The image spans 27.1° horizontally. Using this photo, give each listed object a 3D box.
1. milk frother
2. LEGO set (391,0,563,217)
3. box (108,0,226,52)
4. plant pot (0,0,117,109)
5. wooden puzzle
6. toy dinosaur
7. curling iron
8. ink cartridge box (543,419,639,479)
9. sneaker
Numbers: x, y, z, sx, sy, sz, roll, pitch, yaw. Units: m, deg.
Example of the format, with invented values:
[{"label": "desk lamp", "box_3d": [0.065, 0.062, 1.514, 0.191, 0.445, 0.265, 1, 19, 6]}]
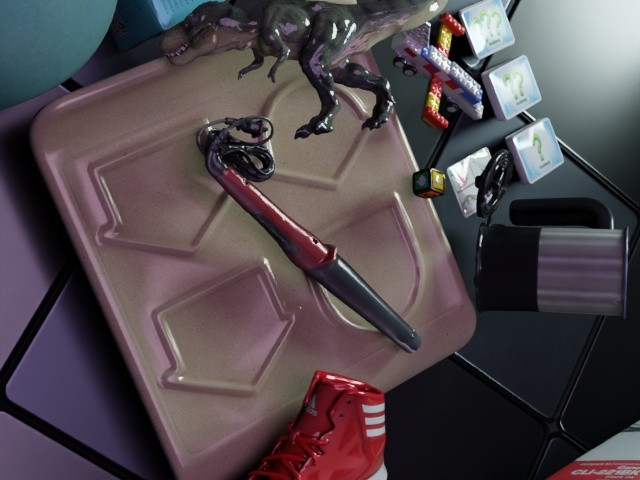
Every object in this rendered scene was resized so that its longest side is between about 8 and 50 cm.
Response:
[{"label": "milk frother", "box_3d": [0.207, -0.005, 1.188, 0.135, 0.143, 0.129, 1, 66, 13]}, {"label": "LEGO set", "box_3d": [0.150, -0.125, 1.223, 0.244, 0.060, 0.182, -29, 100, -48]}, {"label": "box", "box_3d": [-0.066, -0.241, 1.124, 0.244, 0.100, 0.060, -31, 102, -27]}, {"label": "plant pot", "box_3d": [-0.255, -0.204, 0.945, 0.195, 0.290, 0.290, 37, 64, -61]}, {"label": "wooden puzzle", "box_3d": [-0.051, -0.002, 1.131, 0.322, 0.080, 0.347, -26, 103, -28]}, {"label": "toy dinosaur", "box_3d": [0.011, -0.145, 1.066, 0.268, 0.064, 0.118, -11, 88, -26]}, {"label": "curling iron", "box_3d": [0.000, 0.000, 1.093, 0.274, 0.035, 0.068, 48, 67, -21]}, {"label": "ink cartridge box", "box_3d": [0.349, 0.277, 1.271, 0.273, 0.114, 0.197, -20, 96, -44]}, {"label": "sneaker", "box_3d": [-0.030, 0.174, 1.060, 0.221, 0.087, 0.128, -27, 128, -46]}]
